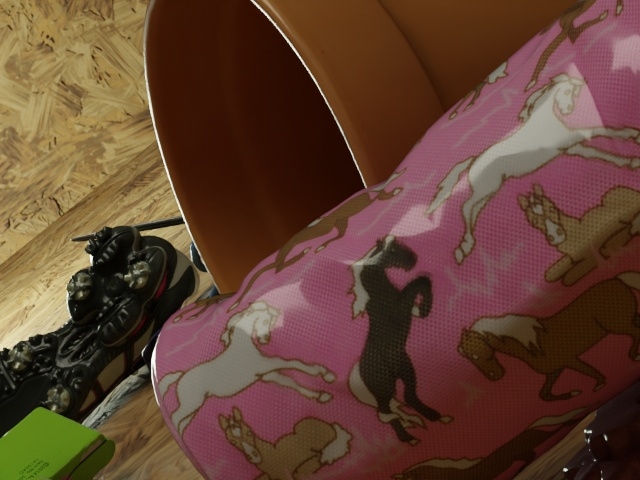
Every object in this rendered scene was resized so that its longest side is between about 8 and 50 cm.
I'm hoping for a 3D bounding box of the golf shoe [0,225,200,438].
[{"bbox_3d":[-0.207,0.114,1.715,0.273,0.105,0.120,-48,-28,9],"label":"golf shoe"}]

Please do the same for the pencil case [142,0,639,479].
[{"bbox_3d":[0.104,-0.015,0.832,0.386,0.167,0.160,-41,-30,19],"label":"pencil case"}]

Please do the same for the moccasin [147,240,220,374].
[{"bbox_3d":[-0.002,-0.004,1.434,0.342,0.117,0.137,-33,11,21],"label":"moccasin"}]

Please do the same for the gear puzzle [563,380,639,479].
[{"bbox_3d":[0.219,-0.001,0.902,0.175,0.044,0.339,-29,13,37],"label":"gear puzzle"}]

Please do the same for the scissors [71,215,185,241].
[{"bbox_3d":[-0.071,-0.029,1.688,0.297,0.021,0.109,-9,4,-6],"label":"scissors"}]

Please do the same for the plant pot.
[{"bbox_3d":[0.050,-0.062,1.160,0.203,0.291,0.291,-24,5,-23],"label":"plant pot"}]

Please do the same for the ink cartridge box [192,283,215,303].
[{"bbox_3d":[-0.081,0.052,1.694,0.115,0.029,0.063,-42,11,-30],"label":"ink cartridge box"}]

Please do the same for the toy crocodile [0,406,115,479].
[{"bbox_3d":[-0.263,0.232,1.347,0.115,0.105,0.340,17,39,23],"label":"toy crocodile"}]
